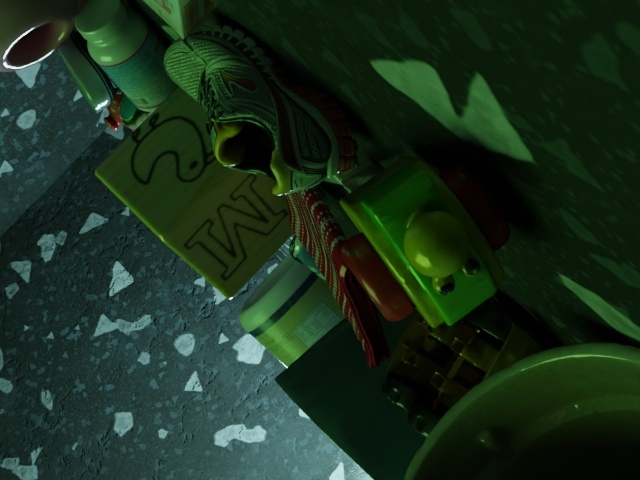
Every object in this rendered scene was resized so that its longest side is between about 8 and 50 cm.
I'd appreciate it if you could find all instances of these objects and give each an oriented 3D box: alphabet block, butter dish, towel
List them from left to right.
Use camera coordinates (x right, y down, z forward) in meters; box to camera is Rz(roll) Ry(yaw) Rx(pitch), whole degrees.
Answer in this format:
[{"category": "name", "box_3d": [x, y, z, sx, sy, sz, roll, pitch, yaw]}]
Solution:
[{"category": "butter dish", "box_3d": [-0.394, -0.275, 1.854, 0.160, 0.118, 0.160, 39, 173, 36]}, {"category": "alphabet block", "box_3d": [-0.147, -0.073, 1.235, 0.192, 0.197, 0.193, 38, 172, 38]}, {"category": "towel", "box_3d": [0.000, 0.000, 1.060, 0.275, 0.031, 0.199, 59, 171, 42]}]

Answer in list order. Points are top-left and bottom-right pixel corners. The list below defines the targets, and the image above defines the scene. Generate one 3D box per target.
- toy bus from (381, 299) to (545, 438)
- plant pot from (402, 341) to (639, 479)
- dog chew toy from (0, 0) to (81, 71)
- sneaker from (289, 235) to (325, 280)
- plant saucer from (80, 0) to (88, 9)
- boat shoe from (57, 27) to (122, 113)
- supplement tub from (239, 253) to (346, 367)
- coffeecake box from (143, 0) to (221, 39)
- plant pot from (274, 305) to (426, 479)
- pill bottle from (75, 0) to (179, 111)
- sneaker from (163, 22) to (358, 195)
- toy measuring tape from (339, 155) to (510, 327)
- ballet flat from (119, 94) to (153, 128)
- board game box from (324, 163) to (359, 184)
[{"category": "toy bus", "box_3d": [0.198, 0.159, 0.968, 0.211, 0.149, 0.220, 28, -179, -17]}, {"category": "plant pot", "box_3d": [0.266, 0.294, 0.713, 0.305, 0.334, 0.334, 33, 180, -31]}, {"category": "dog chew toy", "box_3d": [-0.457, -0.380, 1.151, 0.332, 0.206, 0.206, 53, 175, 2]}, {"category": "sneaker", "box_3d": [0.022, 0.029, 1.495, 0.081, 0.080, 0.211, 31, 178, 35]}, {"category": "plant saucer", "box_3d": [-0.453, -0.449, 1.338, 0.259, 0.048, 0.258, 44, 174, -6]}, {"category": "boat shoe", "box_3d": [-0.320, -0.272, 1.344, 0.113, 0.105, 0.306, 63, 176, -20]}, {"category": "supplement tub", "box_3d": [0.024, 0.177, 1.756, 0.316, 0.228, 0.228, 44, 174, -8]}, {"category": "coffeecake box", "box_3d": [-0.139, -0.237, 0.602, 0.185, 0.068, 0.142, 43, 174, -3]}, {"category": "plant pot", "box_3d": [0.122, 0.210, 1.273, 0.293, 0.235, 0.293, 43, 174, 5]}, {"category": "pill bottle", "box_3d": [-0.252, -0.250, 1.202, 0.087, 0.087, 0.160, 39, 173, 36]}, {"category": "sneaker", "box_3d": [-0.072, -0.120, 0.805, 0.225, 0.092, 0.088, 37, 148, 33]}, {"category": "toy measuring tape", "box_3d": [0.072, -0.004, 0.705, 0.121, 0.121, 0.330, 44, -178, -7]}, {"category": "ballet flat", "box_3d": [-0.253, -0.211, 1.467, 0.106, 0.108, 0.316, 31, 180, -22]}, {"category": "board game box", "box_3d": [-0.034, -0.122, 0.942, 0.154, 0.026, 0.103, 45, 174, -15]}]
